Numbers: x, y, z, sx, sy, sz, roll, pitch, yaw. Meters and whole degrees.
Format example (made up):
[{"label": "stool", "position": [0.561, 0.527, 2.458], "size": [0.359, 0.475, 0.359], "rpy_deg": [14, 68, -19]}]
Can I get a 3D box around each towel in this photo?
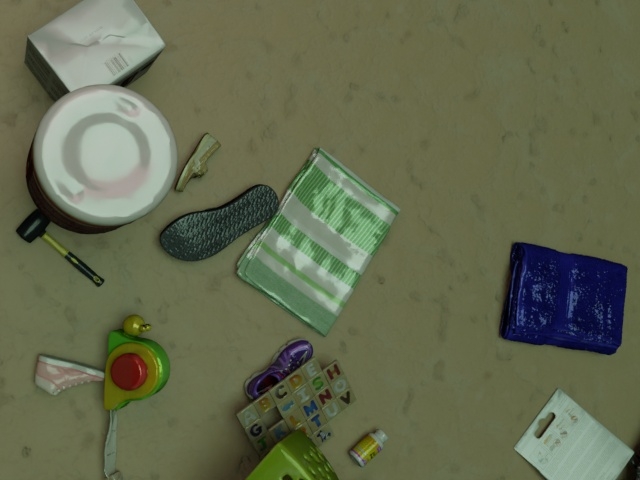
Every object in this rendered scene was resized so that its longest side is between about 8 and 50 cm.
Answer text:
[{"label": "towel", "position": [0.571, 0.138, 2.074], "size": [0.308, 0.076, 0.228], "rpy_deg": [11, 85, -20]}, {"label": "towel", "position": [0.000, 0.000, 1.889], "size": [0.248, 0.038, 0.325], "rpy_deg": [36, 76, -16]}]

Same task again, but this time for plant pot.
[{"label": "plant pot", "position": [-0.055, 0.515, 1.695], "size": [0.207, 0.227, 0.228], "rpy_deg": [40, 92, 10]}]

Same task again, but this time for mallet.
[{"label": "mallet", "position": [-0.483, 0.014, 1.714], "size": [0.189, 0.039, 0.062], "rpy_deg": [36, 80, -20]}]

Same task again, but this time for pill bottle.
[{"label": "pill bottle", "position": [0.103, 0.438, 1.906], "size": [0.083, 0.043, 0.043], "rpy_deg": [-40, 101, -17]}, {"label": "pill bottle", "position": [-0.392, -0.125, 1.560], "size": [0.224, 0.392, 0.224], "rpy_deg": [1, 87, -21]}]

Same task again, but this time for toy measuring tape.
[{"label": "toy measuring tape", "position": [-0.347, 0.306, 1.707], "size": [0.121, 0.121, 0.330], "rpy_deg": [2, 92, -20]}]

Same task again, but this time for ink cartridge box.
[{"label": "ink cartridge box", "position": [0.583, 0.489, 2.091], "size": [0.232, 0.066, 0.189], "rpy_deg": [40, 75, 7]}]

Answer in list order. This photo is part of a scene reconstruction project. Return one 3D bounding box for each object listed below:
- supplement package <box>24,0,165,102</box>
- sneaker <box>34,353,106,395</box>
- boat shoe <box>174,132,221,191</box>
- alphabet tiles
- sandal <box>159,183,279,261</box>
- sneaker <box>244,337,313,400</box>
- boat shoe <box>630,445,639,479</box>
[{"label": "supplement package", "position": [-0.419, -0.343, 1.658], "size": [0.194, 0.203, 0.149], "rpy_deg": [-39, 100, -17]}, {"label": "sneaker", "position": [-0.473, 0.263, 1.698], "size": [0.134, 0.051, 0.070], "rpy_deg": [16, 84, -16]}, {"label": "boat shoe", "position": [-0.244, -0.151, 1.797], "size": [0.045, 0.050, 0.135], "rpy_deg": [32, 78, -11]}, {"label": "alphabet tiles", "position": [-0.038, 0.354, 1.837], "size": [0.237, 0.009, 0.198], "rpy_deg": [-35, 121, -17]}, {"label": "sandal", "position": [-0.202, -0.032, 1.809], "size": [0.254, 0.054, 0.097], "rpy_deg": [-24, 106, -19]}, {"label": "sneaker", "position": [-0.076, 0.269, 1.833], "size": [0.170, 0.071, 0.068], "rpy_deg": [-42, 102, -17]}, {"label": "boat shoe", "position": [0.824, 0.558, 2.117], "size": [0.187, 0.156, 0.500], "rpy_deg": [31, 89, -22]}]
